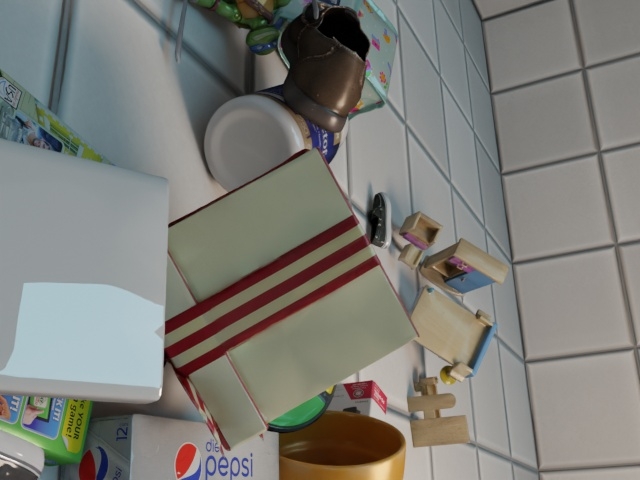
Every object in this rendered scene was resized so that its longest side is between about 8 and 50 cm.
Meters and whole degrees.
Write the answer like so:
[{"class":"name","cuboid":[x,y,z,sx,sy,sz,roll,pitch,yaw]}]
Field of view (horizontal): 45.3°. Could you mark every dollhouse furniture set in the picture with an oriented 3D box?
[{"class":"dollhouse furniture set","cuboid":[0.247,0.150,1.798,0.286,0.198,0.303,31,68,-8]},{"class":"dollhouse furniture set","cuboid":[0.278,0.372,1.697,0.151,0.123,0.144,17,64,-63]}]

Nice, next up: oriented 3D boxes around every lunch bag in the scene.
[{"class":"lunch bag","cuboid":[0.020,-0.390,1.453,0.262,0.160,0.223,45,42,-33]}]

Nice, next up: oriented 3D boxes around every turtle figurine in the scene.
[{"class":"turtle figurine","cuboid":[-0.109,-0.413,1.122,0.274,0.197,0.266,-39,114,-68]}]

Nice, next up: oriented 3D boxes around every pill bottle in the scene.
[{"class":"pill bottle","cuboid":[-0.055,-0.162,1.176,0.264,0.153,0.153,-42,117,-63]}]

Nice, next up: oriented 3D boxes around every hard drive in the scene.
[{"class":"hard drive","cuboid":[-0.268,0.014,0.591,0.307,0.040,0.203,13,65,-35]}]

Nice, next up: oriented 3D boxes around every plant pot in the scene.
[{"class":"plant pot","cuboid":[0.010,0.357,1.052,0.205,0.205,0.188,-15,108,-66]}]

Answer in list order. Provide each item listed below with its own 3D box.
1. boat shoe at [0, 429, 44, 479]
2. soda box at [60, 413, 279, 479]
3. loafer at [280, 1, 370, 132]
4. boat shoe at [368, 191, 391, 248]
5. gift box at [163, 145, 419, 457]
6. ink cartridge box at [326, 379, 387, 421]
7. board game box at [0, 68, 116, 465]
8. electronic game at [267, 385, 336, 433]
[{"class":"boat shoe","cuboid":[-0.301,0.172,0.577,0.228,0.080,0.076,55,30,-55]},{"class":"soda box","cuboid":[-0.151,0.252,0.842,0.286,0.091,0.098,31,53,-59]},{"class":"loafer","cuboid":[0.027,-0.288,1.159,0.133,0.130,0.366,29,28,-21]},{"class":"boat shoe","cuboid":[0.126,-0.048,1.659,0.040,0.049,0.142,13,54,-22]},{"class":"gift box","cuboid":[-0.063,0.074,0.829,0.276,0.258,0.255,62,-4,-1]},{"class":"ink cartridge box","cuboid":[0.041,0.307,1.218,0.063,0.109,0.150,57,31,-41]},{"class":"board game box","cuboid":[-0.280,0.026,0.721,0.213,0.046,0.317,45,39,-49]},{"class":"electronic game","cuboid":[-0.062,0.151,1.063,0.229,0.048,0.229,21,58,-37]}]
